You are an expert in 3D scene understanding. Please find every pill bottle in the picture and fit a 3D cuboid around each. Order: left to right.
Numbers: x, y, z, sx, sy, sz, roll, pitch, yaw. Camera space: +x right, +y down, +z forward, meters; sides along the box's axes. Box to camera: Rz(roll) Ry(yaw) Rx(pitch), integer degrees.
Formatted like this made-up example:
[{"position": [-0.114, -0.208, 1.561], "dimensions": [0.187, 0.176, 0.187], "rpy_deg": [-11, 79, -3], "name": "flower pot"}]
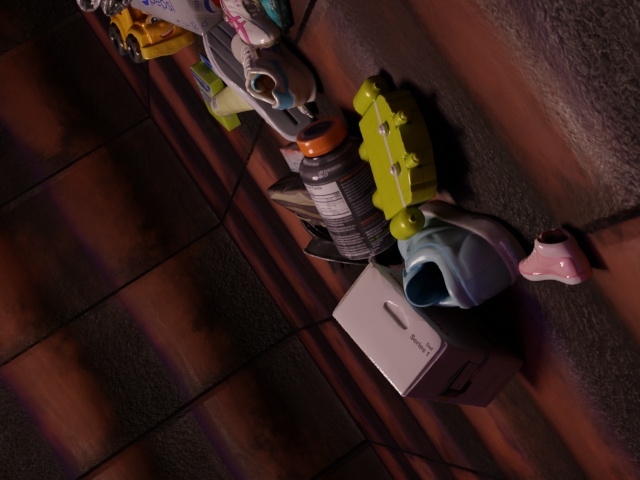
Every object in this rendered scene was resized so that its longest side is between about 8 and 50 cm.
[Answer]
[{"position": [0.045, -0.097, 1.720], "dimensions": [0.130, 0.130, 0.246], "rpy_deg": [34, 154, 60], "name": "pill bottle"}]

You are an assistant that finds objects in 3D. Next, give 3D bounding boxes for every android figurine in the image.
[{"position": [0.111, -0.126, 1.460], "dimensions": [0.273, 0.056, 0.248], "rpy_deg": [140, 115, -80], "name": "android figurine"}]

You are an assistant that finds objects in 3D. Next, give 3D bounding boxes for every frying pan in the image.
[{"position": [0.065, 0.028, 1.823], "dimensions": [0.326, 0.197, 0.053], "rpy_deg": [-93, 9, -83], "name": "frying pan"}]

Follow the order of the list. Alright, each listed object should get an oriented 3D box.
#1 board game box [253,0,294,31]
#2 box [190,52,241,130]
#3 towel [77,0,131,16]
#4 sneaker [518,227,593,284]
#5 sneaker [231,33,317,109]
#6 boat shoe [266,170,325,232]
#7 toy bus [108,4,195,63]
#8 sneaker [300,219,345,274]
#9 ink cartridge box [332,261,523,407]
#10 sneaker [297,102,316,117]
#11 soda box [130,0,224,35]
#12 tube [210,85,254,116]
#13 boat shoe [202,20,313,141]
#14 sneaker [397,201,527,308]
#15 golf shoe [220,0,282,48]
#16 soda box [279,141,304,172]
[{"position": [-0.102, -0.454, 1.617], "dimensions": [0.126, 0.026, 0.186], "rpy_deg": [48, 165, 30], "name": "board game box"}, {"position": [-0.265, -0.369, 2.411], "dimensions": [0.109, 0.042, 0.178], "rpy_deg": [45, 164, 41], "name": "box"}, {"position": [-0.398, -0.606, 1.842], "dimensions": [0.284, 0.121, 0.235], "rpy_deg": [-55, 44, 36], "name": "towel"}, {"position": [0.294, 0.015, 1.248], "dimensions": [0.070, 0.051, 0.134], "rpy_deg": [61, 164, -13], "name": "sneaker"}, {"position": [-0.105, -0.319, 1.770], "dimensions": [0.228, 0.092, 0.087], "rpy_deg": [43, 144, 37], "name": "sneaker"}, {"position": [-0.009, -0.077, 1.974], "dimensions": [0.130, 0.132, 0.355], "rpy_deg": [60, 168, -16], "name": "boat shoe"}, {"position": [-0.391, -0.519, 2.136], "dimensions": [0.220, 0.149, 0.211], "rpy_deg": [34, 142, 51], "name": "toy bus"}, {"position": [0.002, -0.002, 2.302], "dimensions": [0.170, 0.051, 0.089], "rpy_deg": [51, 162, 9], "name": "sneaker"}, {"position": [0.181, 0.162, 1.599], "dimensions": [0.278, 0.117, 0.201], "rpy_deg": [19, -157, -52], "name": "ink cartridge box"}, {"position": [-0.029, -0.262, 1.821], "dimensions": [0.031, 0.035, 0.083], "rpy_deg": [32, 176, 38], "name": "sneaker"}, {"position": [-0.293, -0.497, 1.906], "dimensions": [0.286, 0.091, 0.098], "rpy_deg": [30, 154, 44], "name": "soda box"}, {"position": [-0.194, -0.328, 2.229], "dimensions": [0.070, 0.062, 0.240], "rpy_deg": [14, 175, -20], "name": "tube"}, {"position": [-0.129, -0.310, 1.906], "dimensions": [0.302, 0.109, 0.094], "rpy_deg": [53, 169, 2], "name": "boat shoe"}, {"position": [0.173, 0.031, 1.510], "dimensions": [0.135, 0.150, 0.366], "rpy_deg": [59, 167, -9], "name": "sneaker"}, {"position": [-0.134, -0.412, 1.749], "dimensions": [0.186, 0.067, 0.086], "rpy_deg": [46, 163, 39], "name": "golf shoe"}, {"position": [-0.019, -0.171, 1.928], "dimensions": [0.058, 0.063, 0.183], "rpy_deg": [60, 168, -17], "name": "soda box"}]
